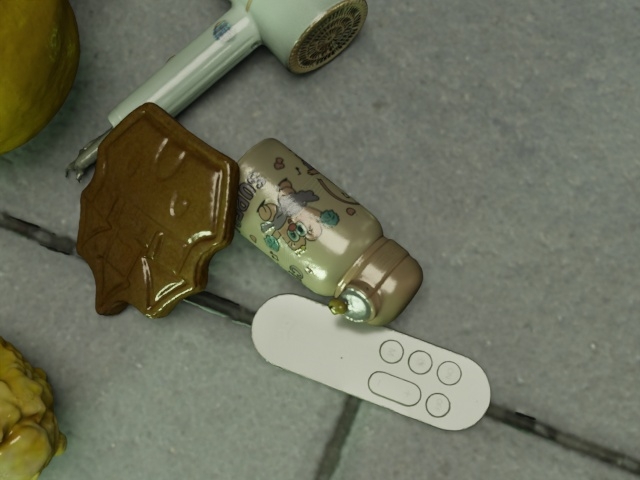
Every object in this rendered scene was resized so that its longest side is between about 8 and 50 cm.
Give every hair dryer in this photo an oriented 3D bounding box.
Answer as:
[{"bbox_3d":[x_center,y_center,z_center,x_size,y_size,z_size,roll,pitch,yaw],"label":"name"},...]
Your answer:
[{"bbox_3d":[-0.139,-0.189,0.945,0.357,0.107,0.173,-40,75,1],"label":"hair dryer"}]

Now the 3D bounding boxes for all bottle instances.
[{"bbox_3d":[0.000,0.000,0.879,0.209,0.097,0.110,39,43,12],"label":"bottle"}]

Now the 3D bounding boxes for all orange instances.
[{"bbox_3d":[-0.371,-0.207,0.865,0.279,0.279,0.235,19,79,8],"label":"orange"}]

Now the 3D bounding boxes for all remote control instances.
[{"bbox_3d":[0.048,0.120,0.893,0.245,0.022,0.077,20,78,7],"label":"remote control"}]

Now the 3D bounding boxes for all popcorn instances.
[{"bbox_3d":[-0.317,0.163,0.851,0.194,0.163,0.140,23,57,40],"label":"popcorn"}]

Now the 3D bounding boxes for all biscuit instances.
[{"bbox_3d":[-0.173,-0.014,0.887,0.182,0.034,0.215,37,108,26],"label":"biscuit"}]
